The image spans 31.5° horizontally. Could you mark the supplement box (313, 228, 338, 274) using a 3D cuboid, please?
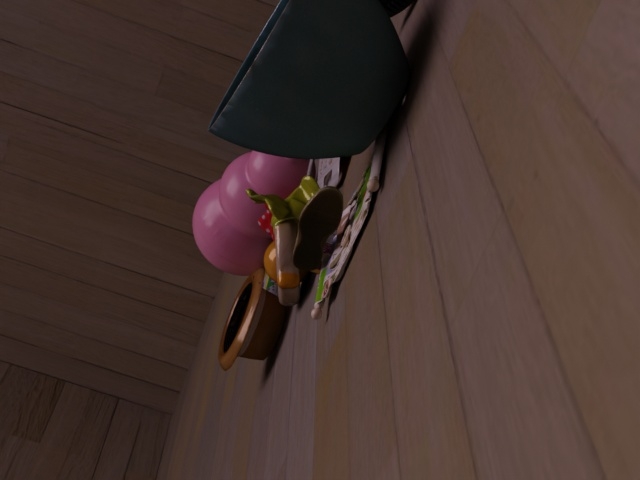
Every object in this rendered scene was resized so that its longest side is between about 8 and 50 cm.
[{"bbox_3d":[0.000,0.000,1.686,0.055,0.043,0.083,-82,14,-63],"label":"supplement box"}]

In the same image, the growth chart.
[{"bbox_3d":[0.041,-0.028,1.544,0.172,0.021,0.237,-83,14,-62],"label":"growth chart"}]

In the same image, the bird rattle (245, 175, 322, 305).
[{"bbox_3d":[-0.063,0.005,1.862,0.253,0.143,0.207,120,151,-70],"label":"bird rattle"}]

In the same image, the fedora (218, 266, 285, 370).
[{"bbox_3d":[-0.113,0.146,1.988,0.194,0.079,0.194,-60,15,28],"label":"fedora"}]

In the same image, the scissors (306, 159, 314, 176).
[{"bbox_3d":[-0.030,-0.091,2.056,0.109,0.021,0.297,-102,20,-76],"label":"scissors"}]

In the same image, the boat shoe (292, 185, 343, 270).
[{"bbox_3d":[-0.004,-0.024,1.579,0.048,0.056,0.153,-83,7,-47],"label":"boat shoe"}]

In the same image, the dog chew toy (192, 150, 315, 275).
[{"bbox_3d":[-0.117,-0.076,2.198,0.332,0.206,0.207,-52,19,46],"label":"dog chew toy"}]

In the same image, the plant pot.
[{"bbox_3d":[0.004,-0.222,1.530,0.290,0.195,0.290,-56,11,16],"label":"plant pot"}]

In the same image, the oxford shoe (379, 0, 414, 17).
[{"bbox_3d":[0.126,-0.418,1.694,0.227,0.082,0.096,-48,18,41],"label":"oxford shoe"}]

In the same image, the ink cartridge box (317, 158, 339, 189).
[{"bbox_3d":[0.039,-0.191,1.929,0.189,0.066,0.232,140,130,-76],"label":"ink cartridge box"}]

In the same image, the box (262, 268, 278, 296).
[{"bbox_3d":[-0.092,0.094,2.146,0.105,0.043,0.179,120,169,-54],"label":"box"}]
